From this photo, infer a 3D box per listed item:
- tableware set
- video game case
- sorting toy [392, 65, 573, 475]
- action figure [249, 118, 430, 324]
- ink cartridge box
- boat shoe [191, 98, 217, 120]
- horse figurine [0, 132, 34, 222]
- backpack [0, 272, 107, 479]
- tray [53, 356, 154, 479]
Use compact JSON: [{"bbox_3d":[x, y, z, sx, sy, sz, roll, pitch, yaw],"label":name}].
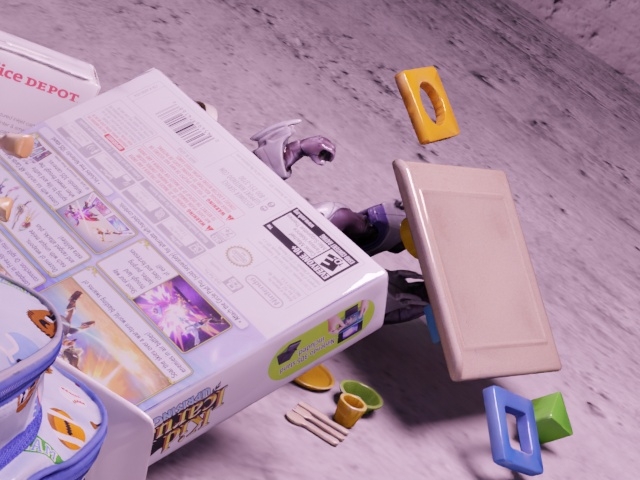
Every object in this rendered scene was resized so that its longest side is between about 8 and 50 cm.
[{"bbox_3d":[-0.027,0.096,1.200,0.154,0.024,0.104,31,21,12],"label":"tableware set"},{"bbox_3d":[-0.134,0.017,1.050,0.244,0.061,0.269,-28,52,-28],"label":"video game case"},{"bbox_3d":[0.120,0.026,1.278,0.196,0.047,0.347,4,68,-57],"label":"sorting toy"},{"bbox_3d":[0.000,0.000,1.245,0.099,0.185,0.285,-13,-13,32],"label":"action figure"},{"bbox_3d":[-0.243,-0.078,1.172,0.109,0.150,0.063,20,16,-18],"label":"ink cartridge box"},{"bbox_3d":[-0.154,-0.048,1.271,0.097,0.116,0.324,25,26,-12],"label":"boat shoe"},{"bbox_3d":[-0.228,-0.033,0.683,0.175,0.066,0.263,11,10,-4],"label":"horse figurine"},{"bbox_3d":[-0.233,0.100,0.723,0.277,0.213,0.263,28,10,13],"label":"backpack"},{"bbox_3d":[-0.218,0.078,0.895,0.270,0.145,0.030,31,53,12],"label":"tray"}]
